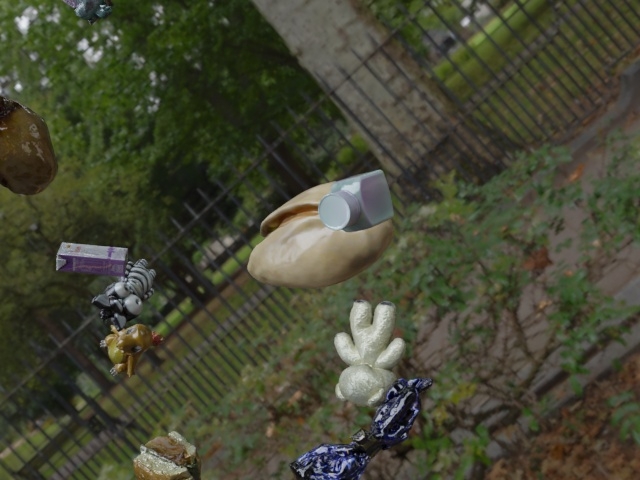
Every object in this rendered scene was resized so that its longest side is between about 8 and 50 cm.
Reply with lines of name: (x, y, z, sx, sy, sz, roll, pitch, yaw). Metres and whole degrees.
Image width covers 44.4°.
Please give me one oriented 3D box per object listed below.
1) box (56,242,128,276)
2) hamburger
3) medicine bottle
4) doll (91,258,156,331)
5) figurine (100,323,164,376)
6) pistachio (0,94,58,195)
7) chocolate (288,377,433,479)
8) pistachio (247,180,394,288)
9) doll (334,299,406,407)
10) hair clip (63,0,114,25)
box: (-0.396, 0.033, 1.364, 0.051, 0.117, 0.036, -110, 28, -63)
hamburger: (-0.359, 0.589, 1.880, 0.135, 0.155, 0.208, -18, -57, -37)
medicine bottle: (0.049, -0.051, 1.091, 0.055, 0.074, 0.118, -8, 10, 34)
doll: (-0.393, 0.105, 1.610, 0.067, 0.091, 0.219, -27, 18, 22)
figurine: (-0.395, 0.224, 1.700, 0.122, 0.121, 0.176, -15, -12, -31)
pistachio: (-0.574, -0.179, 1.464, 0.130, 0.210, 0.165, 0, 45, 20)
chocolate: (0.102, 0.394, 1.563, 0.343, 0.126, 0.148, -37, -23, -9)
pistachio: (0.000, 0.000, 1.424, 0.299, 0.188, 0.187, -19, 20, 45)
doll: (0.138, 0.294, 2.039, 0.175, 0.149, 0.278, -7, 71, 54)
hair clip: (-0.564, -0.606, 1.627, 0.096, 0.359, 0.110, -49, 20, -29)
